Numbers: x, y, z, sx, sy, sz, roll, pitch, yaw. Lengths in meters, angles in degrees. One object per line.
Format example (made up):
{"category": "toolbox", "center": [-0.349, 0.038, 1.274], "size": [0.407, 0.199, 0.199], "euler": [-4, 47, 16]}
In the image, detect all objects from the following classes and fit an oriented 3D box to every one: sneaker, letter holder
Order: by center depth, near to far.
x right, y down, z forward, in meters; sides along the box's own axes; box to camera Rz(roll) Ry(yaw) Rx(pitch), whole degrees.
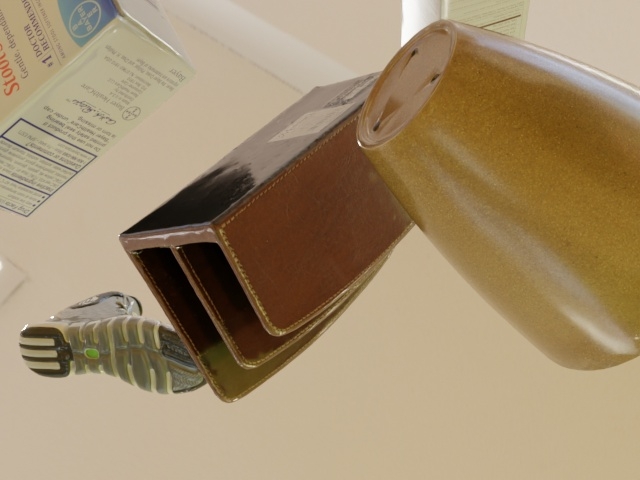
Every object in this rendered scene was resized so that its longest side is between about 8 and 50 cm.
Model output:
{"category": "letter holder", "center": [0.000, 0.000, 1.027], "size": [0.152, 0.214, 0.302], "euler": [-6, -152, 48]}
{"category": "sneaker", "center": [-0.205, 0.098, 1.172], "size": [0.229, 0.086, 0.132], "euler": [6, -157, 15]}

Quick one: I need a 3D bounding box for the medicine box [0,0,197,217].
{"category": "medicine box", "center": [-0.332, -0.223, 1.230], "size": [0.289, 0.149, 0.263], "euler": [-37, -120, 14]}

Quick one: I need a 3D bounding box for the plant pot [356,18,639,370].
{"category": "plant pot", "center": [0.162, -0.057, 0.851], "size": [0.254, 0.237, 0.237], "euler": [31, -111, -21]}

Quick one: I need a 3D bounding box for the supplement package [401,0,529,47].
{"category": "supplement package", "center": [0.153, -0.247, 1.136], "size": [0.105, 0.179, 0.105], "euler": [-18, -126, -10]}
